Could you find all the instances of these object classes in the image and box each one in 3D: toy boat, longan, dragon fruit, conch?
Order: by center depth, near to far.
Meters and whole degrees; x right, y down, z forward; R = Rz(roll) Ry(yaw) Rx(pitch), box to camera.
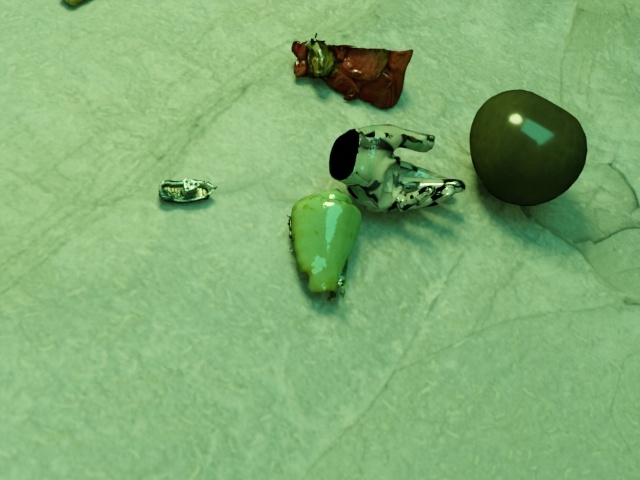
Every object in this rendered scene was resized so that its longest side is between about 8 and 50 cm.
[{"bbox_3d":[0.000,0.000,1.163,0.105,0.079,0.170,7,63,3],"label":"conch"},{"bbox_3d":[-0.185,-0.071,1.165,0.083,0.038,0.038,-4,61,-20],"label":"toy boat"},{"bbox_3d":[0.315,-0.143,1.295,0.189,0.189,0.189,9,57,-13],"label":"longan"},{"bbox_3d":[0.048,-0.301,1.350,0.192,0.092,0.122,10,57,-12],"label":"dragon fruit"}]

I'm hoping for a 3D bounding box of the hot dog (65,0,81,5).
[{"bbox_3d":[-0.359,-0.416,1.325,0.044,0.028,0.137,51,56,-16],"label":"hot dog"}]

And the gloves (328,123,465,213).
[{"bbox_3d":[0.116,-0.099,1.247,0.212,0.111,0.128,21,44,-40],"label":"gloves"}]
